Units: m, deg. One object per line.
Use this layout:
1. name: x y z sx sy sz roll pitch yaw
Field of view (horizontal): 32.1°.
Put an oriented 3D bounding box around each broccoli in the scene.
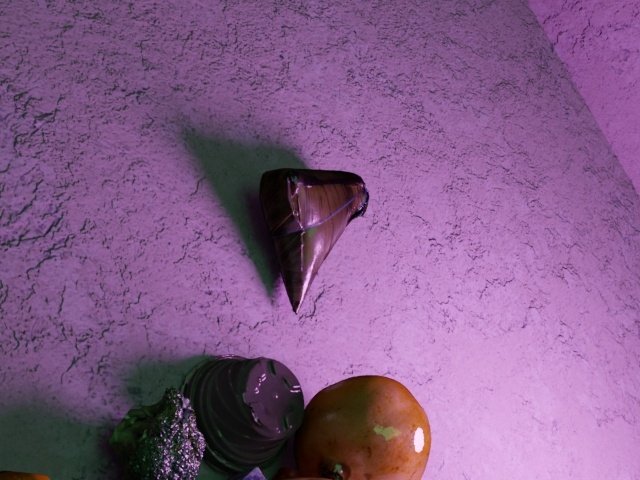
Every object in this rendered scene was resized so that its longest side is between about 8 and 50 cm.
1. broccoli: -0.266 0.342 1.814 0.156 0.195 0.195 35 43 5

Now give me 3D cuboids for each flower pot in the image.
1. flower pot: -0.121 0.296 1.990 0.235 0.140 0.235 21 54 -31

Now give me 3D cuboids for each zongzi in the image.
1. zongzi: 0.000 0.000 2.308 0.286 0.138 0.300 -1 80 -52

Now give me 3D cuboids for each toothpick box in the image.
1. toothpick box: -0.073 0.451 2.009 0.047 0.047 0.083 48 42 -10

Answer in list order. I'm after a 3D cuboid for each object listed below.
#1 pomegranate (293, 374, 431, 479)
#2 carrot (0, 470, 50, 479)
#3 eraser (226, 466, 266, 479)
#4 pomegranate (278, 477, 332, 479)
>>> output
1. pomegranate: 0.078 0.375 2.036 0.264 0.264 0.264 23 52 -32
2. carrot: -0.522 0.398 1.571 0.302 0.114 0.114 -6 70 -42
3. eraser: -0.183 0.463 1.866 0.212 0.092 0.046 -35 92 -47
4. pomegranate: -0.024 0.537 1.794 0.332 0.332 0.332 23 52 -32
